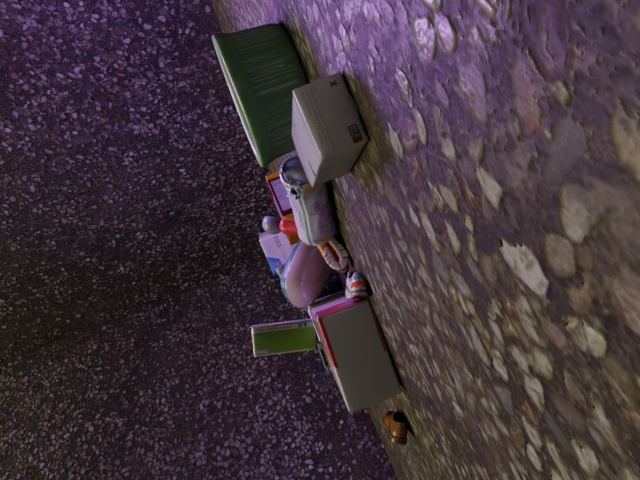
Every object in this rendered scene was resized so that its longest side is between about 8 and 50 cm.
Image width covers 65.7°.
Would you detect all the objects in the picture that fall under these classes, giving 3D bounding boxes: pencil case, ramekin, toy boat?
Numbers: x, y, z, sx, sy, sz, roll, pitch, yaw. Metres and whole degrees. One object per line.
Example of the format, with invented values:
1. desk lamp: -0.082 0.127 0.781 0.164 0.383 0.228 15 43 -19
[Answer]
1. pencil case: -0.028 -0.100 1.303 0.273 0.114 0.124 75 -166 -56
2. ramekin: -0.120 -0.334 1.125 0.303 0.148 0.303 159 90 -84
3. toy boat: -0.072 0.040 1.578 0.267 0.148 0.318 -60 -37 -36

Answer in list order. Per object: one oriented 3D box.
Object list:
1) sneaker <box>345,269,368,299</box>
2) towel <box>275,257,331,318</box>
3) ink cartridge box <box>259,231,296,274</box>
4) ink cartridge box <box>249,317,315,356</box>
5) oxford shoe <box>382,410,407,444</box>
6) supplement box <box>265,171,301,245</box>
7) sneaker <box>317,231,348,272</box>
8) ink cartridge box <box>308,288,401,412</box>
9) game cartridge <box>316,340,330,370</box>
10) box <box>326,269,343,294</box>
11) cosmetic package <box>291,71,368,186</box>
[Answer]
1. sneaker: 0.096 0.118 1.321 0.161 0.057 0.075 102 163 -83
2. towel: -0.025 0.187 1.854 0.312 0.056 0.324 53 -167 -1
3. ink cartridge box: -0.137 0.017 2.224 0.168 0.233 0.171 -128 17 -79
4. ink cartridge box: -0.110 0.288 1.470 0.255 0.189 0.097 110 153 -80
5. oxford shoe: 0.247 0.582 1.596 0.212 0.076 0.076 145 133 -87
6. supplement box: -0.089 -0.122 1.730 0.191 0.129 0.194 83 165 -65
7. sneaker: 0.022 0.007 1.437 0.083 0.084 0.214 59 -173 -61
8. ink cartridge box: 0.088 0.311 1.514 0.385 0.160 0.279 172 78 -84
9. game cartridge: 0.008 0.341 1.470 0.056 0.017 0.083 172 78 -80
10. box: 0.047 0.159 1.907 0.083 0.052 0.062 73 173 -49
11. cosmetic package: 0.007 -0.175 0.839 0.231 0.086 0.117 112 136 -84
